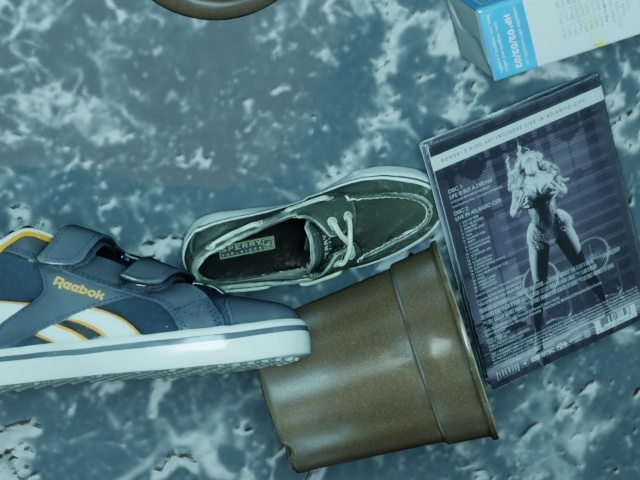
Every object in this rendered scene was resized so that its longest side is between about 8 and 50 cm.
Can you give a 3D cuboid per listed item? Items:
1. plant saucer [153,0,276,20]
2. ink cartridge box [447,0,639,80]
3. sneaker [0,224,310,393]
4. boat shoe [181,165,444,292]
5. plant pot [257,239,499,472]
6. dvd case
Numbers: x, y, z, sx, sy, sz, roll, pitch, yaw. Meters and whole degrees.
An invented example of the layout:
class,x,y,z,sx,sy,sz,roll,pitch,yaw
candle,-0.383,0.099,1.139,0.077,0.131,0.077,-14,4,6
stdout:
class,x,y,z,sx,sy,sz,roll,pitch,yaw
plant saucer,-0.077,-0.248,1.401,0.168,0.029,0.168,-3,107,-11
ink cartridge box,0.199,-0.188,1.433,0.181,0.104,0.062,-18,110,-5
sneaker,-0.169,0.047,1.394,0.321,0.126,0.127,-4,82,7
boat shoe,0.000,0.000,1.472,0.219,0.070,0.078,-15,110,-6
plant pot,0.040,0.103,1.472,0.165,0.167,0.167,-18,110,2
dvd case,0.180,-0.007,1.516,0.164,0.018,0.221,-23,112,-18
